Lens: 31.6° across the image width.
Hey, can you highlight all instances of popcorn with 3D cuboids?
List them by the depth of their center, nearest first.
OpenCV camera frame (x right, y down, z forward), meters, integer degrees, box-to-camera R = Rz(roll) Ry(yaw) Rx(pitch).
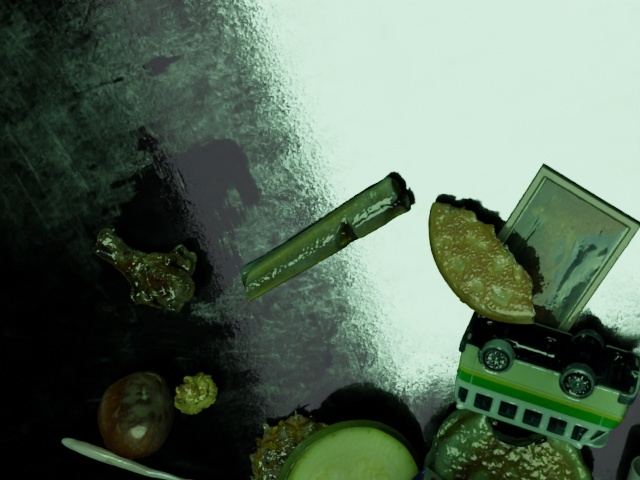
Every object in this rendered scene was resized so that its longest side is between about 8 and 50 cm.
[{"bbox_3d":[-0.222,0.271,1.992,0.057,0.083,0.082,60,135,23],"label":"popcorn"}]

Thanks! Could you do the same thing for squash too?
[{"bbox_3d":[0.051,0.417,1.918,0.252,0.049,0.252,-4,107,-14],"label":"squash"}]

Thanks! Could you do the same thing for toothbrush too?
[{"bbox_3d":[-0.340,0.421,2.084,0.307,0.029,0.025,17,115,10],"label":"toothbrush"}]

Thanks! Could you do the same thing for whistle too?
[{"bbox_3d":[0.001,0.001,1.875,0.326,0.057,0.068,-31,50,19],"label":"whistle"}]

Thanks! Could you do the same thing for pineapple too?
[{"bbox_3d":[-0.032,0.408,1.980,0.225,0.076,0.225,4,107,14],"label":"pineapple"}]

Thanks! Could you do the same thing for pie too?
[{"bbox_3d":[0.308,0.412,1.893,0.302,0.067,0.302,3,106,10],"label":"pie"}]

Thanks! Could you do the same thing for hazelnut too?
[{"bbox_3d":[-0.317,0.307,1.987,0.143,0.154,0.143,1,135,1],"label":"hazelnut"}]

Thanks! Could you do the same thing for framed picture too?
[{"bbox_3d":[0.366,0.029,1.809,0.184,0.016,0.250,33,110,5],"label":"framed picture"}]

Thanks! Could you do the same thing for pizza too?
[{"bbox_3d":[0.253,0.040,1.792,0.246,0.058,0.127,40,95,16],"label":"pizza"}]

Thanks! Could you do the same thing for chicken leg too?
[{"bbox_3d":[-0.303,0.054,1.962,0.196,0.080,0.125,15,97,18],"label":"chicken leg"}]

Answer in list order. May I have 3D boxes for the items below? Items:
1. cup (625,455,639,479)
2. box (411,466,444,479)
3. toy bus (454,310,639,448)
[{"bbox_3d":[0.558,0.437,1.822,0.134,0.173,0.142,28,114,39],"label":"cup"},{"bbox_3d":[0.243,0.523,1.796,0.299,0.200,0.106,39,108,0],"label":"box"},{"bbox_3d":[0.354,0.221,1.791,0.276,0.133,0.164,18,122,13],"label":"toy bus"}]
